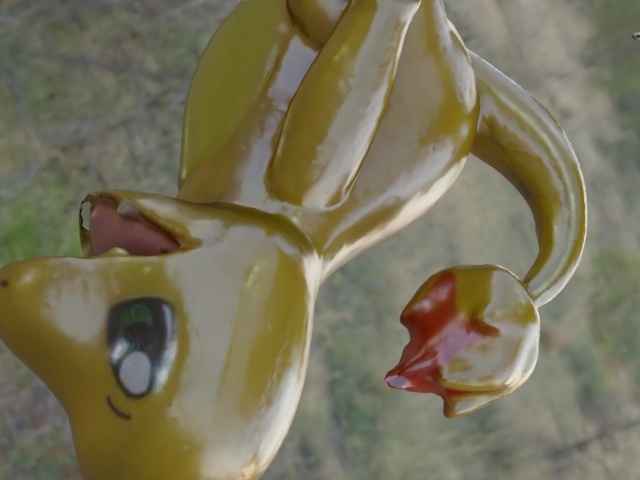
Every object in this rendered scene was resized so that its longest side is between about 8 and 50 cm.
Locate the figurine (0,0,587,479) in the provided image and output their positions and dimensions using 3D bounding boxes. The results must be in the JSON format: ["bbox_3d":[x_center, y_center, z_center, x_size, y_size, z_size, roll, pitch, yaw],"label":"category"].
[{"bbox_3d":[0.002,0.003,0.446,0.122,0.121,0.176,38,55,-6],"label":"figurine"}]

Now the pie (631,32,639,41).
[{"bbox_3d":[0.258,-0.182,0.812,0.068,0.282,0.128,59,7,21],"label":"pie"}]
